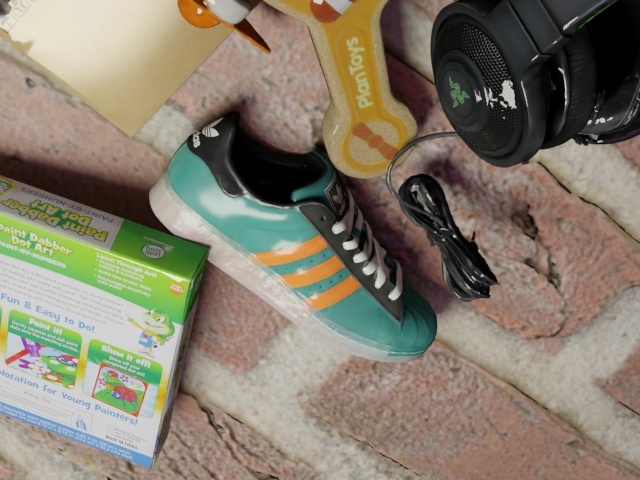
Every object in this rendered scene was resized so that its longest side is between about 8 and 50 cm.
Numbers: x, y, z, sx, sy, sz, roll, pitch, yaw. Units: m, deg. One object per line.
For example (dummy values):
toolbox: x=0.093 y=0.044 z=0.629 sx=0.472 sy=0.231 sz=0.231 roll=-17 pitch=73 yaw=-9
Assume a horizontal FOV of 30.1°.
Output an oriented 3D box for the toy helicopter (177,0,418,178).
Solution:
toy helicopter: x=-0.003 y=-0.186 z=0.944 sx=0.234 sy=0.140 sz=0.355 roll=-21 pitch=131 yaw=-6

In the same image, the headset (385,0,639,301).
headset: x=0.197 y=-0.110 z=0.934 sx=0.394 sy=0.243 sz=0.185 roll=-40 pitch=71 yaw=43

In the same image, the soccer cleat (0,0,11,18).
soccer cleat: x=-0.283 y=-0.267 z=0.937 sx=0.076 sy=0.068 sz=0.196 roll=17 pitch=129 yaw=22

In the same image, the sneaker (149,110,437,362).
sneaker: x=0.000 y=0.000 z=1.075 sx=0.302 sy=0.108 sz=0.121 roll=32 pitch=119 yaw=-16

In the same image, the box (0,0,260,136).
box: x=-0.159 y=-0.204 z=1.004 sx=0.164 sy=0.021 sz=0.201 roll=38 pitch=112 yaw=-22

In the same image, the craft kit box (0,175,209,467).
craft kit box: x=-0.245 y=0.073 z=1.100 sx=0.249 sy=0.061 sz=0.247 roll=20 pitch=130 yaw=3
